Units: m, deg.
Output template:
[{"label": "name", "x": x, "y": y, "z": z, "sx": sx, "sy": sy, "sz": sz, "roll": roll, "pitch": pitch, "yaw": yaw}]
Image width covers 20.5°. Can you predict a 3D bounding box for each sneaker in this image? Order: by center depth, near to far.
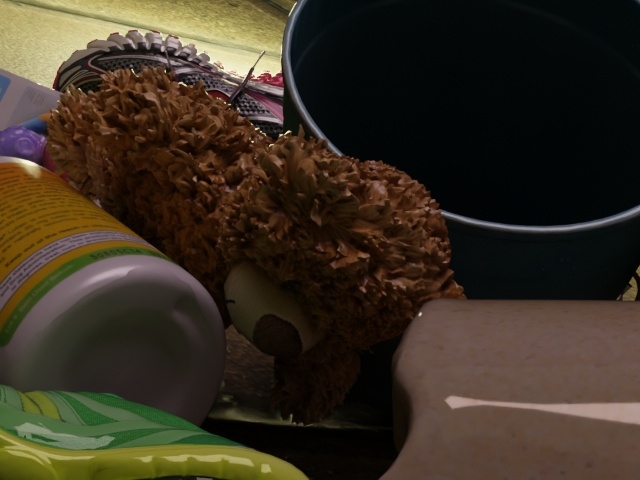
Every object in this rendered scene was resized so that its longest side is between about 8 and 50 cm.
[{"label": "sneaker", "x": -0.146, "y": 0.119, "z": 0.856, "sx": 0.296, "sy": 0.109, "sz": 0.123, "roll": 17, "pitch": -5, "yaw": -4}, {"label": "sneaker", "x": -0.121, "y": -0.122, "z": 1.745, "sx": 0.299, "sy": 0.121, "sz": 0.112, "roll": 10, "pitch": 44, "yaw": 4}]

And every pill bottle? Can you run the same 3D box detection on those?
[{"label": "pill bottle", "x": -0.173, "y": 0.031, "z": 1.035, "sx": 0.136, "sy": 0.136, "sz": 0.246, "roll": 5, "pitch": 19, "yaw": -39}]

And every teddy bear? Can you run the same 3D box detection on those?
[{"label": "teddy bear", "x": -0.063, "y": 0.001, "z": 1.071, "sx": 0.113, "sy": 0.245, "sz": 0.338, "roll": -32, "pitch": 43, "yaw": -28}]

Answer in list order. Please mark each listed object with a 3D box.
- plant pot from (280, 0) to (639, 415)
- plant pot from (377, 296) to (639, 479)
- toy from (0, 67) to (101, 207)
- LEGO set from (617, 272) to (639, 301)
[{"label": "plant pot", "x": 0.096, "y": -0.020, "z": 1.189, "sx": 0.272, "sy": 0.255, "sz": 0.271, "roll": 5, "pitch": 47, "yaw": -5}, {"label": "plant pot", "x": 0.173, "y": 0.150, "z": 0.708, "sx": 0.305, "sy": 0.333, "sz": 0.334, "roll": 8, "pitch": 13, "yaw": 8}, {"label": "toy", "x": -0.181, "y": -0.039, "z": 1.283, "sx": 0.237, "sy": 0.137, "sz": 0.056, "roll": 23, "pitch": -13, "yaw": 14}, {"label": "LEGO set", "x": 0.306, "y": 0.033, "z": 1.211, "sx": 0.192, "sy": 0.255, "sz": 0.331, "roll": 20, "pitch": 50, "yaw": -1}]
